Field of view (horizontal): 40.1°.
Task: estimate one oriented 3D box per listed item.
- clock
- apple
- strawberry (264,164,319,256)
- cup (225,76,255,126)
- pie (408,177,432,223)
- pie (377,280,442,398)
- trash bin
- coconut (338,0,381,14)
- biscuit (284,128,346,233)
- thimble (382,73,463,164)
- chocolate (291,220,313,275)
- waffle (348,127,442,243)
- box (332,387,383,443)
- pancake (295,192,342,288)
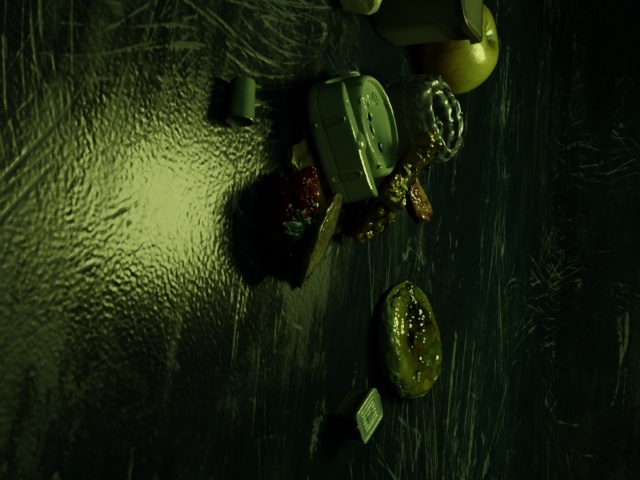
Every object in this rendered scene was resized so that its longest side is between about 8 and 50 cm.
[{"bbox_3d":[0.086,-0.248,1.948,0.324,0.109,0.265,-50,125,-60],"label":"clock"},{"bbox_3d":[0.379,-0.537,2.409,0.261,0.194,0.260,16,71,-57],"label":"apple"},{"bbox_3d":[-0.059,-0.069,1.723,0.085,0.140,0.192,20,86,-17],"label":"strawberry"},{"bbox_3d":[-0.143,-0.258,1.653,0.075,0.055,0.083,26,63,-54],"label":"cup"},{"bbox_3d":[0.264,-0.105,2.334,0.170,0.034,0.092,55,40,-43],"label":"pie"},{"bbox_3d":[0.230,0.251,2.214,0.323,0.071,0.323,13,74,-58],"label":"pie"},{"bbox_3d":[0.274,-0.595,2.185,0.219,0.250,0.219,16,74,-58],"label":"trash bin"},{"bbox_3d":[0.096,-0.592,2.027,0.116,0.116,0.122,58,42,-39],"label":"coconut"},{"bbox_3d":[-0.004,-0.113,1.890,0.184,0.035,0.248,-51,130,-48],"label":"biscuit"},{"bbox_3d":[0.247,-0.300,2.194,0.236,0.172,0.205,64,35,-30],"label":"thimble"},{"bbox_3d":[-0.031,-0.017,1.786,0.086,0.028,0.182,103,5,-80],"label":"chocolate"},{"bbox_3d":[0.166,-0.108,1.984,0.069,0.260,0.293,38,58,-4],"label":"waffle"},{"bbox_3d":[0.082,0.389,1.956,0.122,0.069,0.084,-46,127,-50],"label":"box"},{"bbox_3d":[0.000,0.000,1.781,0.235,0.029,0.211,94,20,-72],"label":"pancake"}]
